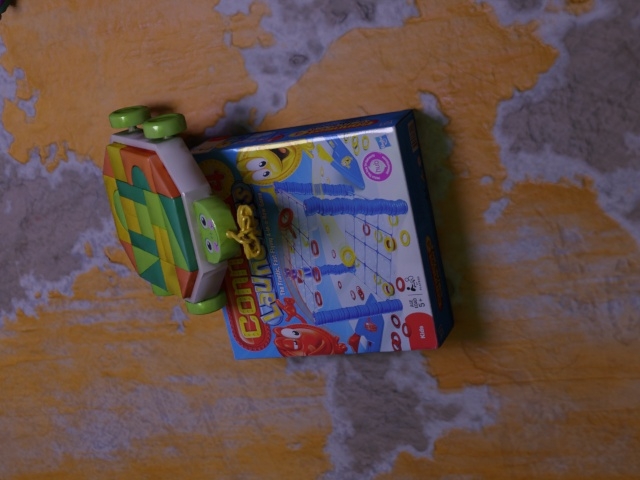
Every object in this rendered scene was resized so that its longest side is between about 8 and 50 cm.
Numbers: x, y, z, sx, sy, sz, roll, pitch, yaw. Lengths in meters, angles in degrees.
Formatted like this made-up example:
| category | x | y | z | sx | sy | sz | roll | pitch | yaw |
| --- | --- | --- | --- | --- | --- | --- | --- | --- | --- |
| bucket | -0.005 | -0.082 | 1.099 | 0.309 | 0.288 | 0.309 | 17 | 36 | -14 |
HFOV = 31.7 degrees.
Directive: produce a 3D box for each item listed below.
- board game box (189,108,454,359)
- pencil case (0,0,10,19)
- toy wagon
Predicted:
| category | x | y | z | sx | sy | sz | roll | pitch | yaw |
| --- | --- | --- | --- | --- | --- | --- | --- | --- | --- |
| board game box | 0.000 | 0.000 | 1.508 | 0.302 | 0.086 | 0.308 | -6 | 107 | 23 |
| pencil case | -0.442 | -0.384 | 1.543 | 0.064 | 0.070 | 0.152 | 32 | 117 | 7 |
| toy wagon | -0.190 | -0.034 | 1.481 | 0.344 | 0.068 | 0.267 | 19 | 125 | 57 |
